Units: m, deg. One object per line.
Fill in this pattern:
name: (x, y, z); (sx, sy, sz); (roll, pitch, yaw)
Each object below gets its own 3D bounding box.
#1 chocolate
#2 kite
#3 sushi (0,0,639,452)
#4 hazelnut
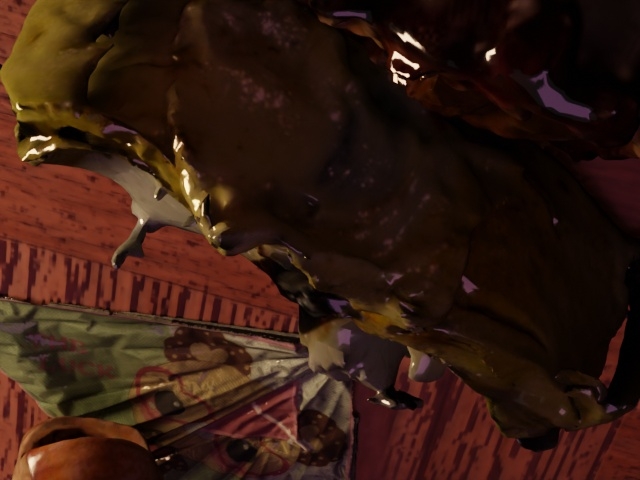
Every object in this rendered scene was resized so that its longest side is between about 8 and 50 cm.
chocolate: (0.083, -0.079, 0.562); (0.224, 0.177, 0.206); (5, 135, 14)
kite: (-0.075, 0.108, 0.910); (0.268, 0.013, 0.323); (-29, 120, 36)
sushi: (0.003, -0.003, 0.692); (0.291, 0.139, 0.131); (33, 141, -18)
hazelnut: (-0.122, 0.129, 0.887); (0.086, 0.086, 0.086); (9, 135, 9)
